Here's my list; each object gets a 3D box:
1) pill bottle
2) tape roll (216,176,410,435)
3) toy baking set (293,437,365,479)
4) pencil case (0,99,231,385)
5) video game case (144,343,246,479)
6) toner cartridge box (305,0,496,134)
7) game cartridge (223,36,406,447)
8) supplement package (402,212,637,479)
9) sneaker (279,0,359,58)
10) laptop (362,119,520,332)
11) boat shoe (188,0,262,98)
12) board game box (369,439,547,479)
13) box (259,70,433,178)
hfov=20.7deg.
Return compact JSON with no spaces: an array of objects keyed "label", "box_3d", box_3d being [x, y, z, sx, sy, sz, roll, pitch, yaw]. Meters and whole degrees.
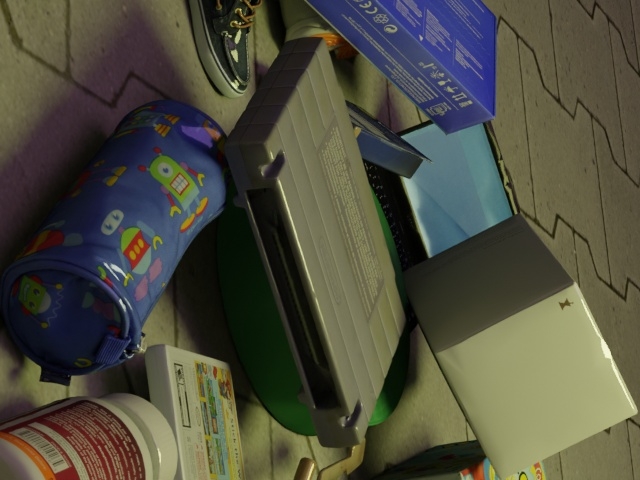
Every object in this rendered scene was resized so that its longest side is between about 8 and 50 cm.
[{"label":"pill bottle","box_3d":[-0.206,0.189,1.368,0.221,0.121,0.121,-15,92,-65]},{"label":"tape roll","box_3d":[-0.002,0.051,1.922,0.321,0.077,0.321,39,44,-52]},{"label":"toy baking set","box_3d":[-0.015,0.301,1.757,0.197,0.030,0.256,59,46,-65]},{"label":"pencil case","box_3d":[-0.171,-0.005,1.538,0.133,0.119,0.306,38,35,-9]},{"label":"video game case","box_3d":[-0.108,0.217,1.624,0.206,0.026,0.227,33,47,-74]},{"label":"toner cartridge box","box_3d":[0.092,-0.285,2.078,0.348,0.075,0.165,39,43,-43]},{"label":"game cartridge","box_3d":[0.000,0.000,1.756,0.230,0.068,0.355,-71,149,-56]},{"label":"supplement package","box_3d":[0.219,0.115,2.021,0.177,0.175,0.293,63,2,-16]},{"label":"sneaker","box_3d":[0.027,-0.291,2.141,0.262,0.099,0.121,-11,83,-66]},{"label":"laptop","box_3d":[0.144,-0.019,2.195,0.264,0.136,0.234,-44,117,-62]},{"label":"boat shoe","box_3d":[-0.091,-0.248,1.875,0.065,0.083,0.183,-27,103,-65]},{"label":"board game box","box_3d":[0.162,0.323,2.050,0.275,0.144,0.142,-11,88,-64]},{"label":"box","box_3d":[0.036,-0.133,2.048,0.136,0.036,0.225,39,11,27]}]
